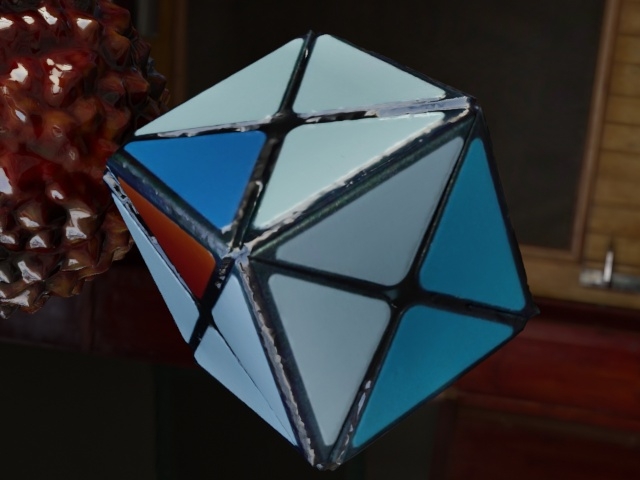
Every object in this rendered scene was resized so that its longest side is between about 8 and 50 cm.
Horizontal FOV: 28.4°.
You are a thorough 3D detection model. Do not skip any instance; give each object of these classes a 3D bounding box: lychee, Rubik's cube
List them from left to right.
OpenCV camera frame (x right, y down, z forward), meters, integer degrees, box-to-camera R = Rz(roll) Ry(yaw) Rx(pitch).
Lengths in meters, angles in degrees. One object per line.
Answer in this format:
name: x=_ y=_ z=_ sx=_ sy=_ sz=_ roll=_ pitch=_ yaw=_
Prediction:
lychee: x=-0.384 y=-0.133 z=1.305 sx=0.424 sy=0.500 sz=0.424 roll=-54 pitch=-23 yaw=-36
Rubik's cube: x=0.000 y=0.000 z=1.083 sx=0.246 sy=0.250 sz=0.248 roll=-34 pitch=-52 yaw=-18
